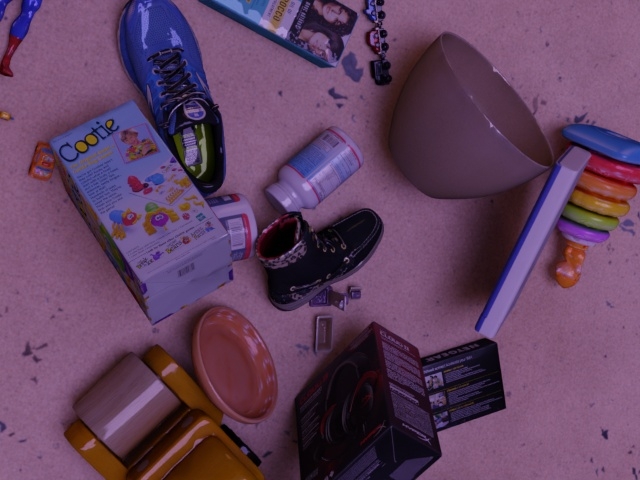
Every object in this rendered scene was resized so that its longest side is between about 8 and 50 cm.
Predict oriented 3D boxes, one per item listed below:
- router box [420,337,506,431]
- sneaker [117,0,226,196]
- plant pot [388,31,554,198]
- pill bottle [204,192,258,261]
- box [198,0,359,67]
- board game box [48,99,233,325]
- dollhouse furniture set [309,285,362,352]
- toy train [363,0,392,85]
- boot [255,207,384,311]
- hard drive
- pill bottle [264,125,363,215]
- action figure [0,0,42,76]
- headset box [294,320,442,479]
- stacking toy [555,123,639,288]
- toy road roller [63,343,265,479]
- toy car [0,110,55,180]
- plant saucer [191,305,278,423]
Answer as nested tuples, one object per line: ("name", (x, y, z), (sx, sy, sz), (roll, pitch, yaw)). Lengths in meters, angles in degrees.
("router box", (0.249, 0.267, 2.014), (0.179, 0.046, 0.133), (-14, 104, -22))
("sneaker", (-0.208, -0.220, 1.676), (0.130, 0.147, 0.330), (-23, 106, -19))
("plant pot", (0.225, -0.177, 1.833), (0.284, 0.284, 0.191), (39, 116, -24))
("pill bottle", (-0.200, -0.008, 1.735), (0.180, 0.108, 0.108), (-11, 103, -21))
("box", (-0.065, -0.374, 1.761), (0.244, 0.060, 0.100), (24, 88, -25))
("board game box", (-0.260, -0.042, 1.603), (0.144, 0.142, 0.275), (-29, 65, -17))
("dollhouse furniture set", (0.037, 0.140, 1.878), (0.091, 0.081, 0.114), (-1, 99, -24))
("toy train", (0.095, -0.340, 1.858), (0.036, 0.027, 0.158), (-9, 103, -11))
("boot", (0.000, 0.002, 1.791), (0.236, 0.085, 0.178), (-38, 152, -10))
("hard drive", (0.367, -0.001, 1.897), (0.040, 0.210, 0.319), (28, 111, 12))
("pill bottle", (-0.012, -0.109, 1.813), (0.160, 0.087, 0.087), (-41, 112, -12))
("action figure", (-0.409, -0.376, 1.571), (0.091, 0.139, 0.280), (26, 85, -26))
("headset box", (0.068, 0.291, 1.794), (0.110, 0.293, 0.218), (33, 115, -23))
("stacking toy", (0.497, -0.052, 2.030), (0.175, 0.166, 0.302), (3, 110, -42))
("toy road roller", (-0.216, 0.344, 1.712), (0.202, 0.240, 0.329), (-44, 113, -12))
("toy car", (-0.443, -0.139, 1.642), (0.122, 0.040, 0.060), (37, 83, -25))
("plant saucer", (-0.143, 0.204, 1.775), (0.037, 0.200, 0.200), (-26, 115, 27))
